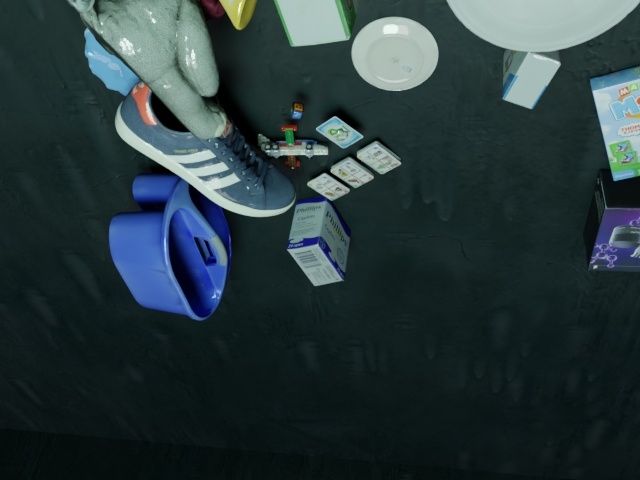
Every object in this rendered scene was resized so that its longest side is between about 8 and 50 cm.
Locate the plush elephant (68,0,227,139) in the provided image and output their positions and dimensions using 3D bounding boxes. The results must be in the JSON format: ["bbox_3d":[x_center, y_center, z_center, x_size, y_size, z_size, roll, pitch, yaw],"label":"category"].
[{"bbox_3d":[-0.201,-0.354,0.947,0.272,0.255,0.330,43,176,15],"label":"plush elephant"}]

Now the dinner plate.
[{"bbox_3d":[0.120,-0.297,1.105,0.141,0.017,0.141,6,142,4],"label":"dinner plate"}]

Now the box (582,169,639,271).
[{"bbox_3d":[0.637,-0.031,1.247,0.261,0.103,0.184,1,143,11],"label":"box"}]

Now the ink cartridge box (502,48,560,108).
[{"bbox_3d":[0.311,-0.272,1.010,0.052,0.122,0.088,18,140,-3],"label":"ink cartridge box"}]

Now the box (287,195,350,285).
[{"bbox_3d":[0.000,0.000,1.395,0.072,0.137,0.126,-12,136,24],"label":"box"}]

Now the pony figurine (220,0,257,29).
[{"bbox_3d":[-0.178,-0.443,0.689,0.363,0.303,0.351,29,124,6],"label":"pony figurine"}]

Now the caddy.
[{"bbox_3d":[-0.279,0.012,1.394,0.179,0.241,0.341,4,141,15],"label":"caddy"}]

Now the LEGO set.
[{"bbox_3d":[0.005,-0.176,1.268,0.182,0.060,0.244,-27,140,36],"label":"LEGO set"}]

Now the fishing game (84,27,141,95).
[{"bbox_3d":[-0.304,-0.320,1.156,0.189,0.041,0.264,-7,134,10],"label":"fishing game"}]

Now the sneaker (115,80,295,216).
[{"bbox_3d":[-0.174,-0.166,1.179,0.350,0.131,0.148,27,137,-21],"label":"sneaker"}]

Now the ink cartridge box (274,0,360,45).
[{"bbox_3d":[-0.002,-0.379,0.883,0.087,0.208,0.153,-3,138,20],"label":"ink cartridge box"}]

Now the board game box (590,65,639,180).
[{"bbox_3d":[0.545,-0.197,1.113,0.160,0.039,0.211,-12,135,26],"label":"board game box"}]

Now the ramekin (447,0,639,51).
[{"bbox_3d":[0.287,-0.390,0.866,0.273,0.127,0.273,6,142,5],"label":"ramekin"}]
